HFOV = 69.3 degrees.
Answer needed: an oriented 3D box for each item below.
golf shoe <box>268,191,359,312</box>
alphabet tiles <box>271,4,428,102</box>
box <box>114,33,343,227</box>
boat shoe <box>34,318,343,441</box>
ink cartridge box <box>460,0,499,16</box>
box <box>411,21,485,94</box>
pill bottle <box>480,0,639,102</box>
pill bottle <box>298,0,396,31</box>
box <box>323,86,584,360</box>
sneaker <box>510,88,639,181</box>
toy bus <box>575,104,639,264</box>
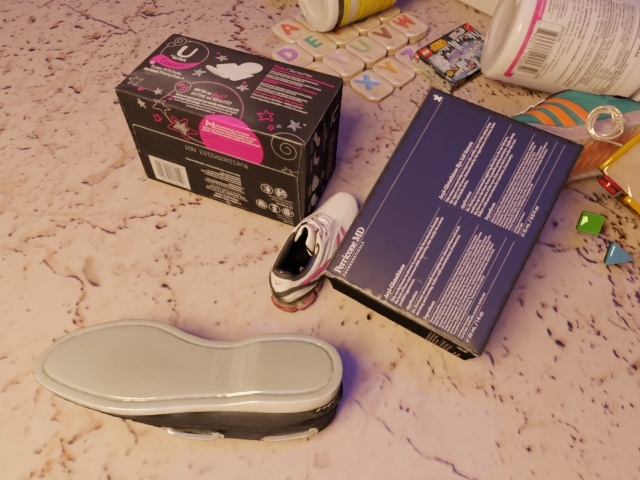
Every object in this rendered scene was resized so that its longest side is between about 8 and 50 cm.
[{"bbox_3d":[0.000,0.000,0.578,0.068,0.085,0.186,23,58,15],"label":"golf shoe"},{"bbox_3d":[0.059,-0.363,0.851,0.284,0.021,0.278,-37,65,-21],"label":"alphabet tiles"},{"bbox_3d":[-0.109,-0.146,0.624,0.248,0.163,0.142,19,56,11],"label":"box"},{"bbox_3d":[-0.130,0.152,0.474,0.303,0.091,0.114,6,38,5],"label":"boat shoe"},{"bbox_3d":[0.485,-0.582,0.910,0.286,0.166,0.395,39,65,22],"label":"ink cartridge box"},{"bbox_3d":[0.242,-0.322,0.815,0.137,0.027,0.094,-36,73,-21],"label":"box"},{"bbox_3d":[0.418,-0.305,0.728,0.284,0.160,0.160,13,58,-2],"label":"pill bottle"},{"bbox_3d":[0.071,-0.466,0.833,0.209,0.119,0.119,-28,62,-18],"label":"pill bottle"},{"bbox_3d":[0.150,-0.022,0.544,0.185,0.103,0.261,29,79,14],"label":"box"},{"bbox_3d":[0.330,-0.152,0.680,0.303,0.108,0.121,-6,42,-2],"label":"sneaker"},{"bbox_3d":[0.442,-0.068,0.601,0.191,0.104,0.201,4,96,25],"label":"toy bus"}]
